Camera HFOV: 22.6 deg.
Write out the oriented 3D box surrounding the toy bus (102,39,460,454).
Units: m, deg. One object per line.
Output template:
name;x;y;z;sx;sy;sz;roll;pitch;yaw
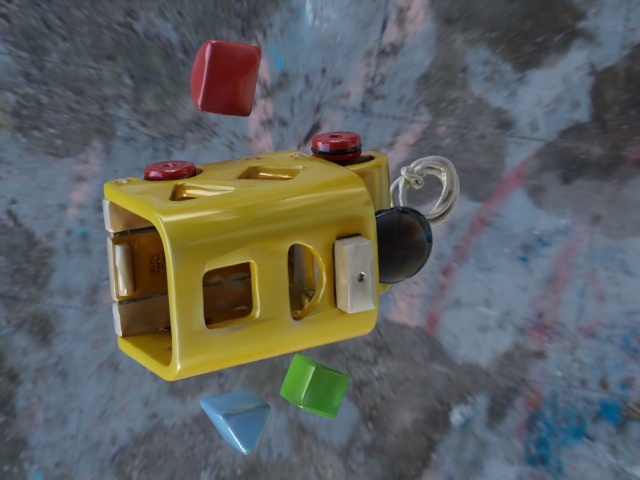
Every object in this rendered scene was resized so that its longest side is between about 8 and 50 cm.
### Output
toy bus;-0.010;0.007;0.825;0.191;0.104;0.202;39;82;-31
